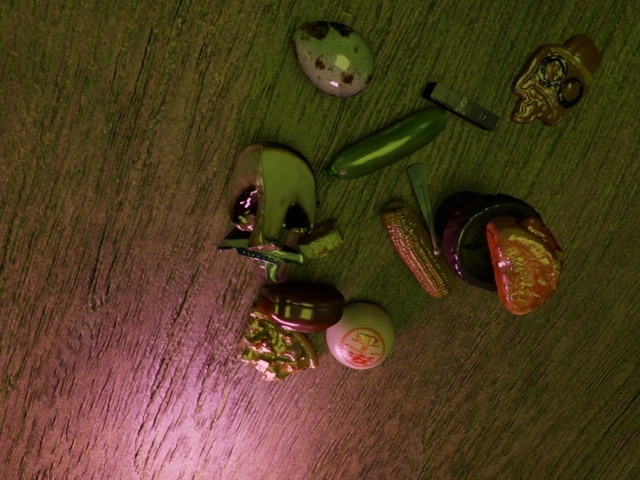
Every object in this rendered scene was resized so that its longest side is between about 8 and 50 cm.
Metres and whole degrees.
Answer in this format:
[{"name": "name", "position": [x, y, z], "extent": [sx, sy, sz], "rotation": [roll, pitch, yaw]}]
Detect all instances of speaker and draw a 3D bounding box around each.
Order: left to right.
[{"name": "speaker", "position": [0.399, -0.379, 1.231], "extent": [0.218, 0.082, 0.044], "rotation": [23, 105, -14]}]

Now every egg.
[{"name": "egg", "position": [0.031, -0.471, 1.118], "extent": [0.231, 0.169, 0.169], "rotation": [31, 104, -3]}]

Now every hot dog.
[{"name": "hot dog", "position": [0.518, 0.054, 1.084], "extent": [0.153, 0.150, 0.257], "rotation": [-15, 110, 12]}]

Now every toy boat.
[{"name": "toy boat", "position": [-0.181, 0.049, 1.304], "extent": [0.262, 0.114, 0.115], "rotation": [22, 97, 3]}]

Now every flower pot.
[{"name": "flower pot", "position": [0.468, -0.023, 1.265], "extent": [0.266, 0.267, 0.266], "rotation": [-1, 110, -3]}]

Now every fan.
[{"name": "fan", "position": [0.322, -0.096, 1.298], "extent": [0.057, 0.023, 0.282], "rotation": [-15, 86, 0]}]

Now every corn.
[{"name": "corn", "position": [0.309, 0.032, 1.351], "extent": [0.120, 0.120, 0.363], "rotation": [-33, 105, 7]}]

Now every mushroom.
[{"name": "mushroom", "position": [-0.135, -0.115, 1.250], "extent": [0.217, 0.212, 0.292], "rotation": [-3, 87, -48]}]

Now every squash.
[{"name": "squash", "position": [0.189, -0.269, 1.237], "extent": [0.395, 0.107, 0.107], "rotation": [-25, 110, 4]}]

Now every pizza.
[{"name": "pizza", "position": [-0.160, 0.367, 1.446], "extent": [0.223, 0.089, 0.323], "rotation": [-42, 107, 6]}]

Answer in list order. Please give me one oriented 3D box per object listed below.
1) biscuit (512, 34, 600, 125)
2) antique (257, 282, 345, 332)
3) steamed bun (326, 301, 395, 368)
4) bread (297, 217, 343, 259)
[{"name": "biscuit", "position": [0.674, -0.455, 1.249], "extent": [0.208, 0.041, 0.290], "rotation": [39, 102, -15]}, {"name": "antique", "position": [-0.053, 0.200, 1.326], "extent": [0.278, 0.223, 0.129], "rotation": [5, 96, -41]}, {"name": "steamed bun", "position": [0.137, 0.324, 1.422], "extent": [0.232, 0.145, 0.232], "rotation": [-2, 110, -5]}, {"name": "bread", "position": [0.000, 0.000, 1.303], "extent": [0.140, 0.128, 0.069], "rotation": [-25, 110, 9]}]
